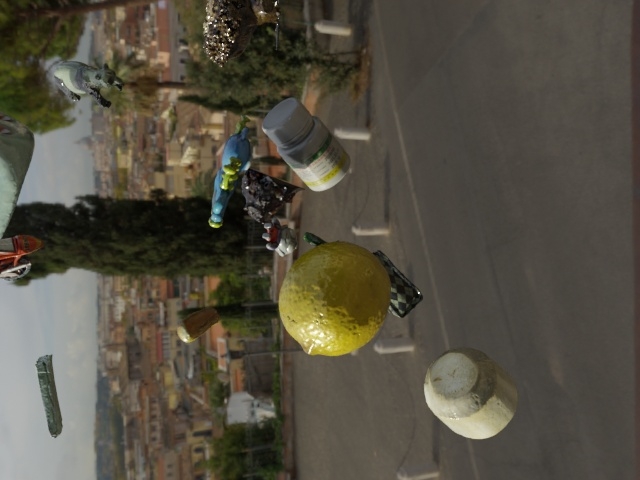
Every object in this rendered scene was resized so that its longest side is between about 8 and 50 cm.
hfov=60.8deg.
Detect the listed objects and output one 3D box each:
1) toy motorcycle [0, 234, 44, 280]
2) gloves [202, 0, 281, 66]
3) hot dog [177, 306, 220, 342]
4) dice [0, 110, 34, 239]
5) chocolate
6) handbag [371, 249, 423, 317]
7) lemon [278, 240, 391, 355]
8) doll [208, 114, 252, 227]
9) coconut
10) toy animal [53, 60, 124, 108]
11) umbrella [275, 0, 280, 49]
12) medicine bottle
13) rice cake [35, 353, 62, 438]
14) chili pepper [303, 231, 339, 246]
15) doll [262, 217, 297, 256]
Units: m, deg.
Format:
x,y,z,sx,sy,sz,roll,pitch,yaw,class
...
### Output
x,y,z,sx,sy,sz,roll,pitch,yaw,class
-0.854,0.040,1.331,0.171,0.298,0.089,-54,53,26,toy motorcycle
-0.177,-0.511,1.153,0.210,0.135,0.312,-13,70,57,gloves
-0.404,0.278,1.809,0.087,0.061,0.286,58,-171,6,hot dog
-0.715,-0.132,1.025,0.268,0.263,0.264,39,106,53,dice
-0.205,-0.154,2.000,0.206,0.224,0.176,32,100,63,chocolate
0.249,0.176,2.461,0.317,0.180,0.416,45,174,-7,handbag
0.042,0.162,1.559,0.336,0.336,0.335,179,90,-68,lemon
-0.290,-0.214,1.790,0.346,0.099,0.341,-99,26,-60,doll
0.374,0.377,1.348,0.202,0.222,0.202,-29,38,25,coconut
-0.630,-0.436,1.492,0.225,0.121,0.093,17,71,29,toy animal
-0.131,-0.664,1.676,0.022,0.022,0.148,-107,20,-59,umbrella
-0.055,-0.372,2.117,0.208,0.339,0.208,-27,39,24,medicine bottle
-0.722,0.416,1.458,0.124,0.038,0.210,-178,80,-67,rice cake
-0.001,0.003,1.709,0.055,0.118,0.035,-66,-16,-48,chili pepper
-0.119,-0.005,1.685,0.227,0.075,0.102,35,-117,-64,doll
